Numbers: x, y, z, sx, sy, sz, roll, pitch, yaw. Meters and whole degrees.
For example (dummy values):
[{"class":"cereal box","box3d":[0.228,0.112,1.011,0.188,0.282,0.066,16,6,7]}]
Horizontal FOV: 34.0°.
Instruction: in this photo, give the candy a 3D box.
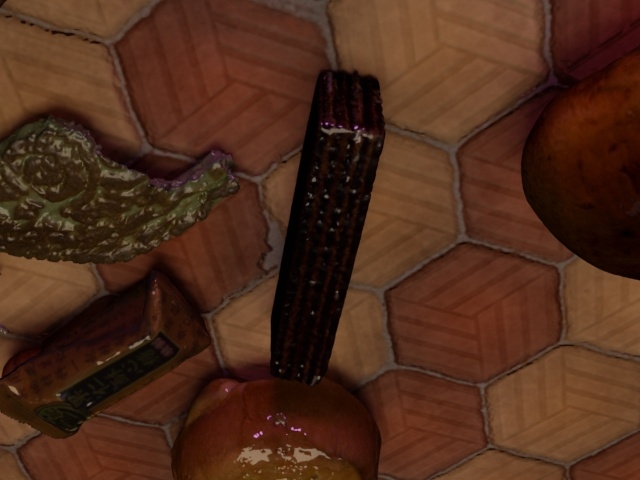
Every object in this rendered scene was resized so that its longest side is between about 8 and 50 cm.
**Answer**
[{"class":"candy","box3d":[-0.267,0.151,1.277,0.271,0.101,0.143,-34,128,6]}]

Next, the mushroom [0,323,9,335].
[{"class":"mushroom","box3d":[-0.455,-0.012,1.180,0.043,0.068,0.306,-26,118,21]}]

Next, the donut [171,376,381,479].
[{"class":"donut","box3d":[-0.057,0.315,1.418,0.299,0.150,0.317,-21,128,12]}]

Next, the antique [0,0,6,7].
[{"class":"antique","box3d":[-0.304,-0.272,0.951,0.087,0.093,0.310,37,120,-28]}]

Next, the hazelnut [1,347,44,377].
[{"class":"hazelnut","box3d":[-0.371,0.181,1.340,0.086,0.086,0.086,-1,130,-1]}]

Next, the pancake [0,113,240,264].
[{"class":"pancake","box3d":[-0.277,-0.062,1.160,0.377,0.054,0.197,0,132,-4]}]

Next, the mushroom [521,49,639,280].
[{"class":"mushroom","box3d":[0.392,-0.101,1.067,0.346,0.259,0.345,8,156,4]}]

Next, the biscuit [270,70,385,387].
[{"class":"biscuit","box3d":[0.000,0.000,1.178,0.073,0.107,0.388,6,130,-6]}]
